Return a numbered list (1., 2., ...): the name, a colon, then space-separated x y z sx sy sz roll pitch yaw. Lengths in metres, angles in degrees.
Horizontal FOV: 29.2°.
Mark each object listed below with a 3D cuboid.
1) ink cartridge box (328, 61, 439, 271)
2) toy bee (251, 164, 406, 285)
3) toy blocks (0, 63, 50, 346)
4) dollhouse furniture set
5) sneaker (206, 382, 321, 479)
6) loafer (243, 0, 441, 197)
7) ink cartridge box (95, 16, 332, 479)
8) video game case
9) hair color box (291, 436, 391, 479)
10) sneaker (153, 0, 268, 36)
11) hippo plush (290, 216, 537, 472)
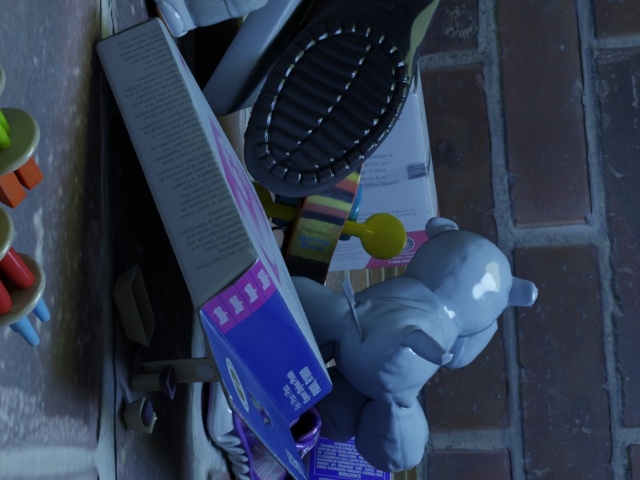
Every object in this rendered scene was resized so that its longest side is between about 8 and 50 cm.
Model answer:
1. ink cartridge box: 0.046 -0.102 1.651 0.117 0.207 0.283 -83 166 -51
2. toy bee: 0.000 0.000 1.398 0.298 0.195 0.162 75 19 -56
3. toy blocks: -0.189 -0.017 0.719 0.148 0.054 0.123 73 17 -52
4. dollhouse furniture set: -0.121 0.083 0.989 0.091 0.081 0.114 -81 163 -53
5. sneaker: -0.046 0.207 1.308 0.236 0.105 0.095 72 16 -59
6. loafer: 0.033 -0.194 1.286 0.366 0.134 0.130 -58 -169 -18
7. ink cartridge box: -0.067 0.026 1.053 0.324 0.071 0.330 66 0 -65
8. video game case: -0.008 -0.287 1.327 0.329 0.036 0.300 -57 180 11
9. hair color box: 0.010 0.368 1.391 0.185 0.110 0.339 112 -14 -54
10. sneaker: -0.091 -0.308 1.203 0.099 0.121 0.262 70 18 -57
11. hippo plush: 0.080 0.069 1.316 0.236 0.234 0.294 -43 158 -32
